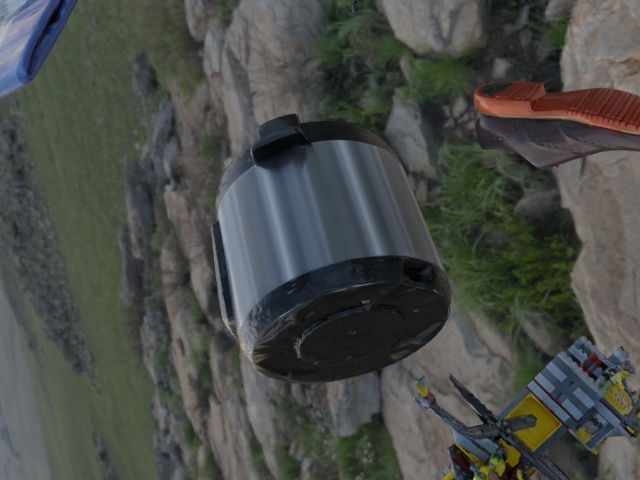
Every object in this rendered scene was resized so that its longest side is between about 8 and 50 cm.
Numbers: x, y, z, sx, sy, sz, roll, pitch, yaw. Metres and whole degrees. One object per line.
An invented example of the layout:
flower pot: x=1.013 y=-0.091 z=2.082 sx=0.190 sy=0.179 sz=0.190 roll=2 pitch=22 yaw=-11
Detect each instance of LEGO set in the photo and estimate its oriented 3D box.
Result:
LEGO set: x=0.213 y=0.207 z=0.540 sx=0.255 sy=0.331 sz=0.192 roll=49 pitch=116 yaw=30

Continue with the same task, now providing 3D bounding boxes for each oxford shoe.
oxford shoe: x=0.333 y=-0.142 z=0.900 sx=0.271 sy=0.097 sz=0.098 roll=18 pitch=129 yaw=34

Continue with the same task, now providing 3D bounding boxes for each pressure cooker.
pressure cooker: x=0.006 y=-0.001 z=1.222 sx=0.370 sy=0.375 sz=0.421 roll=-53 pitch=42 yaw=44

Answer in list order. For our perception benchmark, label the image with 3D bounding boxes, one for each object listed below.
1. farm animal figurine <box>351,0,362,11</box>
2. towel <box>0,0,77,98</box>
farm animal figurine: x=0.104 y=-0.413 z=0.576 sx=0.330 sy=0.172 sz=0.327 roll=-31 pitch=63 yaw=57
towel: x=-0.384 y=-0.170 z=0.695 sx=0.209 sy=0.285 sz=0.034 roll=-91 pitch=-22 yaw=-45
